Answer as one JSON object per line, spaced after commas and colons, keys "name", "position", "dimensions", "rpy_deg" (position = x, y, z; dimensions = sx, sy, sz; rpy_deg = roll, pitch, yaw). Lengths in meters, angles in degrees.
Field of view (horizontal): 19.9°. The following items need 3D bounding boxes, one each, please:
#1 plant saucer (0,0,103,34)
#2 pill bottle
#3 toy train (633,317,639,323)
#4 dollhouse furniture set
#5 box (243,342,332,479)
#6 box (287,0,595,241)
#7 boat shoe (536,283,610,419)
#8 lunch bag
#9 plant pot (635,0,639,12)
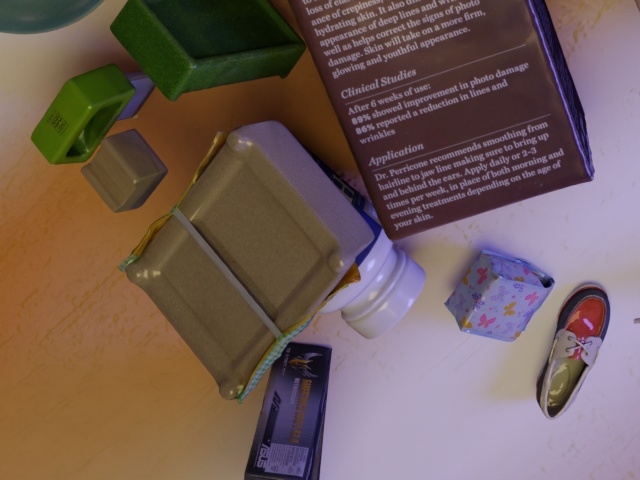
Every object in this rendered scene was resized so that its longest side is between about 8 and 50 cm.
{"name": "plant saucer", "position": [-0.284, -0.315, 1.478], "dimensions": [0.317, 0.044, 0.318], "rpy_deg": [16, 133, 18]}
{"name": "pill bottle", "position": [0.000, 0.000, 1.639], "dimensions": [0.186, 0.112, 0.112], "rpy_deg": [40, 113, -17]}
{"name": "toy train", "position": [0.424, 0.076, 1.665], "dimensions": [0.248, 0.105, 0.143], "rpy_deg": [-20, 128, 14]}
{"name": "dollhouse furniture set", "position": [-0.071, -0.047, 1.533], "dimensions": [0.301, 0.151, 0.197], "rpy_deg": [50, 125, 15]}
{"name": "box", "position": [-0.034, 0.230, 1.695], "dimensions": [0.056, 0.231, 0.183], "rpy_deg": [7, 117, 4]}
{"name": "box", "position": [0.079, -0.209, 1.511], "dimensions": [0.191, 0.143, 0.381], "rpy_deg": [-17, 117, 13]}
{"name": "boat shoe", "position": [0.238, 0.106, 1.718], "dimensions": [0.049, 0.043, 0.137], "rpy_deg": [19, 116, -4]}
{"name": "lunch bag", "position": [0.169, 0.053, 1.689], "dimensions": [0.083, 0.053, 0.071], "rpy_deg": [14, 121, -33]}
{"name": "plant pot", "position": [0.368, -0.245, 1.449], "dimensions": [0.237, 0.110, 0.237], "rpy_deg": [8, 136, 8]}
